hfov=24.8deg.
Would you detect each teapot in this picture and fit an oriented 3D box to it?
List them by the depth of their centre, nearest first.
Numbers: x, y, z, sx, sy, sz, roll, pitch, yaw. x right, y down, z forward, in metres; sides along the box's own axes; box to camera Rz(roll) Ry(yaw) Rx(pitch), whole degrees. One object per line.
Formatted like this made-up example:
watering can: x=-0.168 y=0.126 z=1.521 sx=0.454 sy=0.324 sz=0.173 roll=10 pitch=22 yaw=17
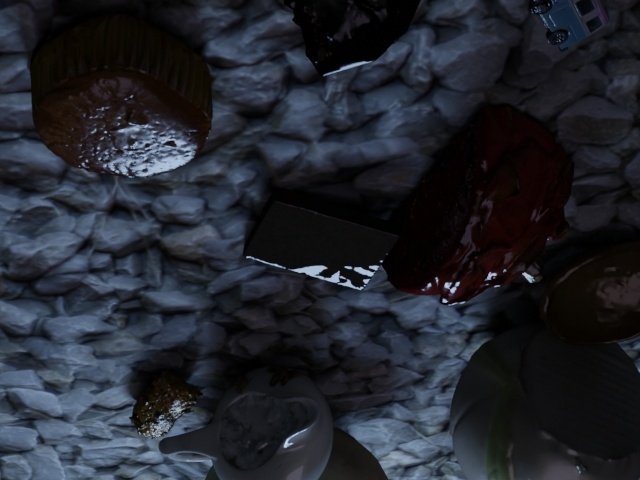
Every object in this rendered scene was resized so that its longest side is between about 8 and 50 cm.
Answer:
teapot: x=-0.088 y=0.285 z=2.108 sx=0.298 sy=0.204 sz=0.139 roll=-24 pitch=155 yaw=31

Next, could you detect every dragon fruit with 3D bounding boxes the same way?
dragon fruit: x=0.224 y=-0.005 z=1.808 sx=0.205 sy=0.152 sz=0.317 roll=6 pitch=143 yaw=-23

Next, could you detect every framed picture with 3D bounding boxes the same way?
framed picture: x=0.000 y=0.000 z=1.852 sx=0.168 sy=0.023 sz=0.128 roll=16 pitch=141 yaw=-13

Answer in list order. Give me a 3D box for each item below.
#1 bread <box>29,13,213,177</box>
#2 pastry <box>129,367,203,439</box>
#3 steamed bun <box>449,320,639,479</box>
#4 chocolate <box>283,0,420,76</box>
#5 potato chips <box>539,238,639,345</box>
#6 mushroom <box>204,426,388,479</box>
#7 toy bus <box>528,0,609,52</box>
bread: x=-0.212 y=-0.146 z=1.555 sx=0.199 sy=0.104 sz=0.199 roll=-4 pitch=147 yaw=-3
pastry: x=-0.234 y=0.243 z=2.153 sx=0.080 sy=0.056 sz=0.140 roll=23 pitch=133 yaw=-26
steamed bun: x=0.316 y=0.281 z=2.116 sx=0.309 sy=0.309 sz=0.309 roll=-6 pitch=145 yaw=-4
chocolate: x=0.008 y=-0.261 z=1.427 sx=0.156 sy=0.156 sz=0.133 roll=-29 pitch=123 yaw=28
potato chips: x=0.400 y=0.061 z=2.007 sx=0.208 sy=0.062 sz=0.195 roll=-34 pitch=129 yaw=12
mushroom: x=-0.038 y=0.461 z=2.292 sx=0.315 sy=0.315 sz=0.356 roll=-4 pitch=133 yaw=-6
toy bus: x=0.254 y=-0.262 z=1.523 sx=0.075 sy=0.060 sz=0.123 roll=-24 pitch=145 yaw=15
